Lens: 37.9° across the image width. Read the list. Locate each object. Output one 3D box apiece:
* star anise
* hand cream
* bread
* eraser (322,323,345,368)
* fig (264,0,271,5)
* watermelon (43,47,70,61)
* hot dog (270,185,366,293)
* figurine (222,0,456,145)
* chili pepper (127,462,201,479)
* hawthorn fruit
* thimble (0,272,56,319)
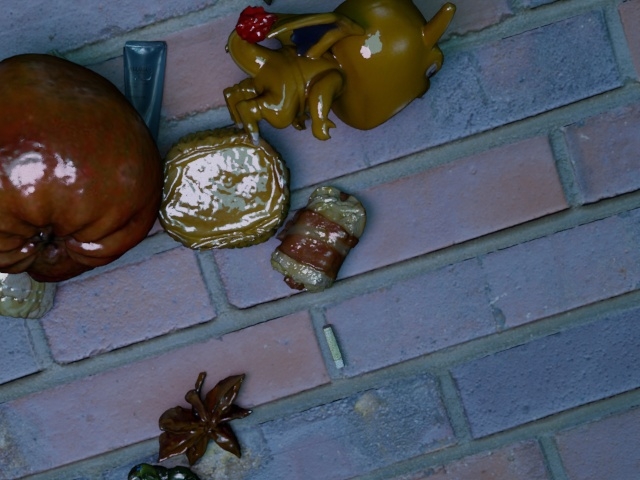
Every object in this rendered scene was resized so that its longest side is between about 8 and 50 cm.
[{"bbox_3d":[-0.229,0.351,1.792,0.212,0.111,0.196,-31,117,-28],"label":"star anise"},{"bbox_3d":[-0.334,-0.267,1.769,0.083,0.048,0.224,0,90,2],"label":"hand cream"},{"bbox_3d":[-0.179,-0.096,1.736,0.253,0.142,0.228,-6,94,-3],"label":"bread"},{"bbox_3d":[0.026,0.206,1.815,0.019,0.038,0.083,-18,94,0],"label":"eraser"},{"bbox_3d":[-0.187,-0.556,1.687,0.217,0.217,0.321,-32,117,2],"label":"fig"},{"bbox_3d":[-0.519,-0.302,1.751,0.155,0.080,0.101,-32,84,15],"label":"watermelon"},{"bbox_3d":[0.000,0.000,1.770,0.146,0.103,0.213,36,85,16],"label":"hot dog"},{"bbox_3d":[0.024,-0.312,1.604,0.387,0.401,0.268,-21,96,-10],"label":"figurine"},{"bbox_3d":[-0.292,0.503,1.743,0.165,0.174,0.261,4,128,1],"label":"chili pepper"},{"bbox_3d":[-0.463,-0.139,1.583,0.402,0.403,0.403,0,95,-1],"label":"hawthorn fruit"},{"bbox_3d":[-0.580,0.063,1.750,0.190,0.137,0.144,14,93,-16],"label":"thimble"}]
